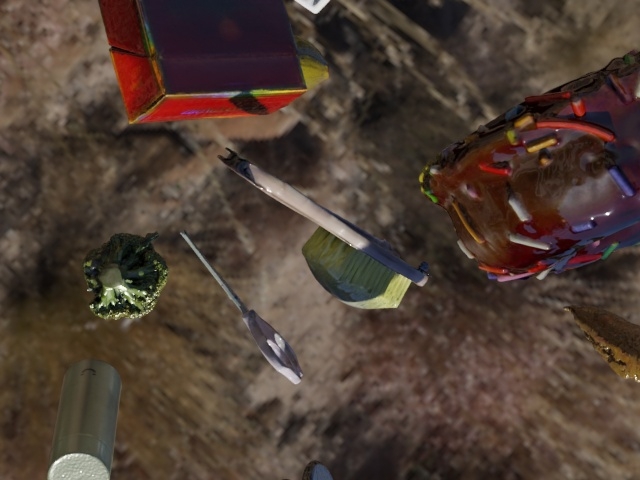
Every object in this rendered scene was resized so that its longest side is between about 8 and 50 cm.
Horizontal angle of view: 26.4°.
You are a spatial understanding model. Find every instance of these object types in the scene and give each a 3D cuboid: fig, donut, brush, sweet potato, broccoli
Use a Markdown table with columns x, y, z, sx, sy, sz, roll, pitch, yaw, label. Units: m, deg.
| x | y | z | sx | sy | sz | roll | pitch | yaw | label |
| --- | --- | --- | --- | --- | --- | --- | --- | --- | --- |
| -0.030 | -0.212 | 1.660 | 0.088 | 0.074 | 0.074 | 5 | 139 | -15 | fig |
| 0.175 | -0.046 | 0.788 | 0.235 | 0.089 | 0.235 | -20 | 170 | -4 | donut |
| 0.001 | 0.002 | 1.086 | 0.067 | 0.072 | 0.313 | -59 | 150 | -1 | brush |
| 0.370 | 0.128 | 1.662 | 0.060 | 0.206 | 0.068 | 11 | 111 | -43 | sweet potato |
| -0.291 | 0.053 | 2.024 | 0.120 | 0.131 | 0.130 | -7 | 94 | -77 | broccoli |

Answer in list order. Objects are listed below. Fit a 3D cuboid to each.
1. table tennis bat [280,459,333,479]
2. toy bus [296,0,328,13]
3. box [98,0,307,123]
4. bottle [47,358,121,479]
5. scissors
| x | y | z | sx | sy | sz | roll | pitch | yaw | label |
| --- | --- | --- | --- | --- | --- | --- | --- | --- | --- |
| -0.005 | 0.306 | 1.497 | 0.027 | 0.150 | 0.236 | -11 | 154 | 12 | table tennis bat |
| 0.037 | -0.297 | 0.889 | 0.302 | 0.139 | 0.113 | -52 | -172 | -22 | toy bus |
| -0.151 | -0.293 | 1.525 | 0.197 | 0.313 | 0.089 | -7 | 167 | -40 | box |
| -0.273 | 0.218 | 1.587 | 0.072 | 0.072 | 0.201 | -56 | -162 | 19 | bottle |
| -0.078 | 0.064 | 1.353 | 0.015 | 0.189 | 0.100 | -37 | 180 | 5 | scissors |
